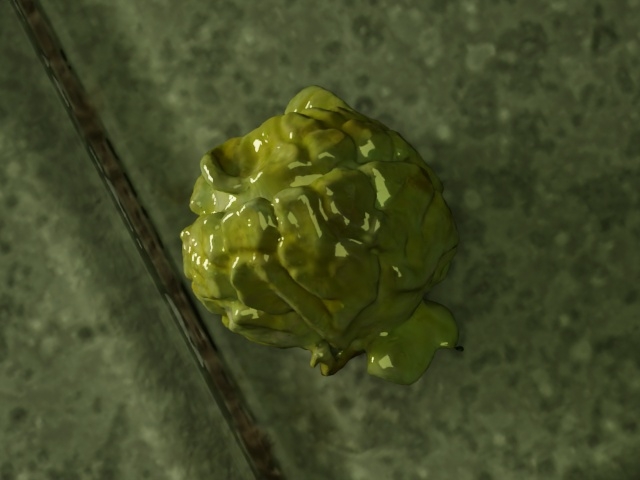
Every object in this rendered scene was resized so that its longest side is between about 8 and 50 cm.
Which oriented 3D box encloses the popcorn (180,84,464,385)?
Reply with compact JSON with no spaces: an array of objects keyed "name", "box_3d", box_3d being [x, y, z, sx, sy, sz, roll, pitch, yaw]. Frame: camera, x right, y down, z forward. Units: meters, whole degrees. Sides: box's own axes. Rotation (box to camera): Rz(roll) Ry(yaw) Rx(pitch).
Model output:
[{"name":"popcorn","box_3d":[0.000,0.000,1.007,0.141,0.135,0.162,-12,86,-5]}]
